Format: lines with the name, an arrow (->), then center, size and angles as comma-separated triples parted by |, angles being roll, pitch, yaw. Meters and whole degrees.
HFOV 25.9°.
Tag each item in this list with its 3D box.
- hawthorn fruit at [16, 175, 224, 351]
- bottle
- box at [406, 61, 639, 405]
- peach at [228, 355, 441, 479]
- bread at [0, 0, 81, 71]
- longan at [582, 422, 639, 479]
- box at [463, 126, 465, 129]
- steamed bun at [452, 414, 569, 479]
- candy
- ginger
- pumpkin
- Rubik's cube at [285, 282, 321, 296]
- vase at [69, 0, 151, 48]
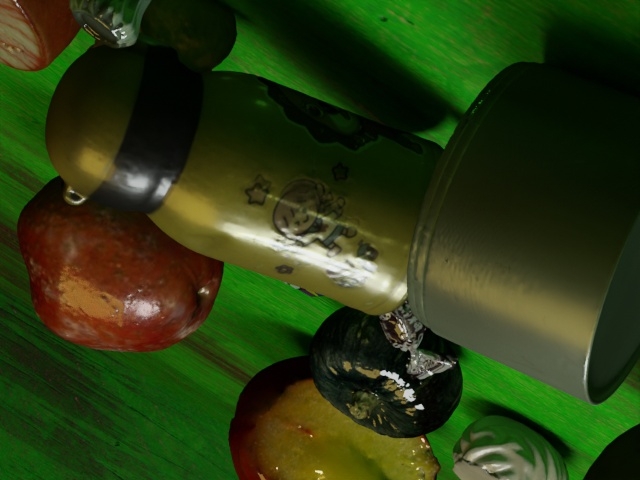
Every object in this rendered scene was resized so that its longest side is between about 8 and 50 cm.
hawthorn fruit -> -0.266, 0.020, 1.870 | 0.284, 0.284, 0.284 | 29, 162, 10
bottle -> -0.069, -0.063, 1.225 | 0.351, 0.172, 0.171 | 20, 168, -22
box -> 0.184, -0.009, 1.048 | 0.149, 0.226, 0.226 | 24, 161, 24
peach -> 0.024, 0.336, 2.184 | 0.338, 0.281, 0.281 | 28, 163, 28
bread -> -0.373, -0.309, 1.364 | 0.327, 0.114, 0.295 | 33, 163, 1
longan -> 0.436, 0.331, 1.387 | 0.404, 0.336, 0.404 | 4, -172, -1
box -> 0.163, -0.061, 1.261 | 0.079, 0.035, 0.083 | 24, 160, 24
steamed bun -> 0.275, 0.316, 1.976 | 0.183, 0.106, 0.183 | 31, 160, 12
candy -> 0.093, 0.084, 1.678 | 0.094, 0.051, 0.226 | 4, 132, 47
ginger -> -0.169, -0.175, 1.407 | 0.109, 0.116, 0.263 | -5, 173, -26
pumpkin -> 0.083, 0.174, 1.834 | 0.211, 0.152, 0.211 | 19, 158, 8
Rubik's cube -> 0.000, 0.000, 1.573 | 0.133, 0.133, 0.112 | 43, -175, -32
vase -> -0.143, -0.228, 1.137 | 0.081, 0.149, 0.081 | 28, 163, 10
